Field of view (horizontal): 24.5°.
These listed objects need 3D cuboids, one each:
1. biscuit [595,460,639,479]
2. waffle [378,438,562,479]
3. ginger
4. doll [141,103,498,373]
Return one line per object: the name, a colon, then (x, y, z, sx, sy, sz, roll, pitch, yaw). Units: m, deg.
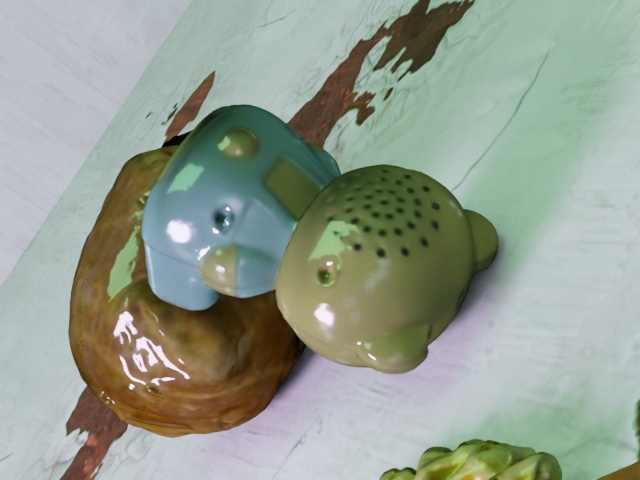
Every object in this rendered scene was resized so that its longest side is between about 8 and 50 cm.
biscuit: (0.145, 0.238, 0.693, 0.312, 0.057, 0.351, -18, 31, 48)
waffle: (0.051, 0.235, 0.958, 0.261, 0.056, 0.250, -29, 31, 51)
ginger: (-0.139, 0.055, 1.364, 0.223, 0.269, 0.200, -34, -18, -30)
doll: (0.000, 0.000, 1.193, 0.177, 0.261, 0.161, -49, -25, -36)
